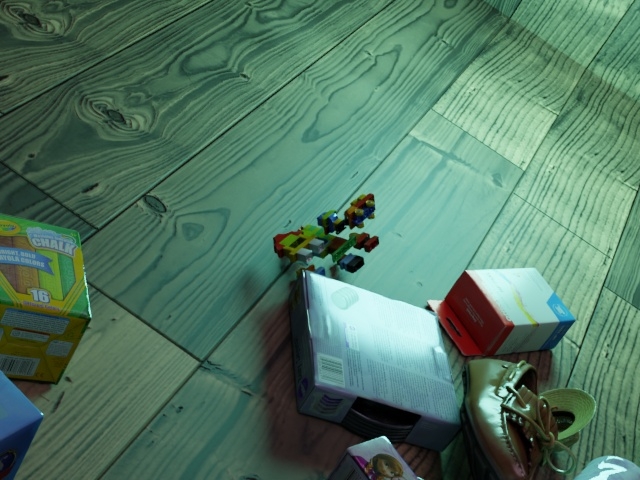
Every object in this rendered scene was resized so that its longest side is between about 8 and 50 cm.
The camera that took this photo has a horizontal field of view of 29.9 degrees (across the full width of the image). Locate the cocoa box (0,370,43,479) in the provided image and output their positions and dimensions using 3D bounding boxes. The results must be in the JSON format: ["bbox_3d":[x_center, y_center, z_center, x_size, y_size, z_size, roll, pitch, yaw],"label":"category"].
[{"bbox_3d":[-0.495,0.171,1.186,0.347,0.228,0.231,41,34,15],"label":"cocoa box"}]

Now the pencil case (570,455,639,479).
[{"bbox_3d":[0.342,0.386,1.617,0.273,0.124,0.114,-19,98,-47],"label":"pencil case"}]

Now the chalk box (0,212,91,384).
[{"bbox_3d":[-0.383,0.056,1.522,0.132,0.132,0.213,12,38,-29],"label":"chalk box"}]

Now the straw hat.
[{"bbox_3d":[0.369,0.296,1.876,0.144,0.144,0.061,-63,135,-57],"label":"straw hat"}]

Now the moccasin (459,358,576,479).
[{"bbox_3d":[0.279,0.270,1.699,0.147,0.139,0.380,-11,9,10],"label":"moccasin"}]

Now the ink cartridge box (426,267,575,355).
[{"bbox_3d":[0.310,0.121,2.056,0.231,0.078,0.134,-1,45,-40],"label":"ink cartridge box"}]

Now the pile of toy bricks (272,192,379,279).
[{"bbox_3d":[0.000,0.000,1.963,0.105,0.118,0.212,18,40,34],"label":"pile of toy bricks"}]

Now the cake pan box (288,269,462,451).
[{"bbox_3d":[0.079,0.181,1.798,0.245,0.070,0.267,16,35,-19],"label":"cake pan box"}]

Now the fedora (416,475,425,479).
[{"bbox_3d":[0.113,0.395,1.485,0.243,0.124,0.275,1,44,-38],"label":"fedora"}]

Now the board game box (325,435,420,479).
[{"bbox_3d":[0.068,0.425,1.230,0.066,0.318,0.319,-9,51,-46],"label":"board game box"}]
